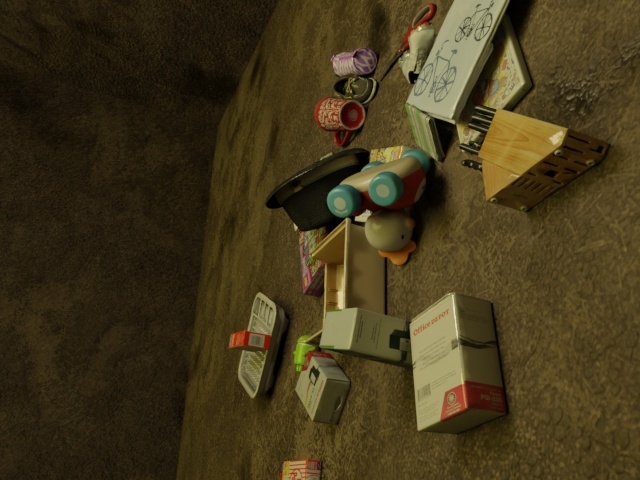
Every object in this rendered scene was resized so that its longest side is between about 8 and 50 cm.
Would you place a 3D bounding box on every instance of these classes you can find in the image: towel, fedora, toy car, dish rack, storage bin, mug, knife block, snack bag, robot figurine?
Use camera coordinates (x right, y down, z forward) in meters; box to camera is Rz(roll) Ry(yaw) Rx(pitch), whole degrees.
[{"bbox_3d":[0.244,-0.258,1.503,0.152,0.023,0.113,-116,5,-61],"label":"towel"},{"bbox_3d":[0.016,-0.126,1.830,0.152,0.334,0.334,64,151,5],"label":"fedora"},{"bbox_3d":[0.168,-0.059,1.490,0.210,0.237,0.219,-14,15,34],"label":"toy car"},{"bbox_3d":[-0.199,0.366,2.262,0.285,0.072,0.332,-161,85,-68],"label":"dish rack"},{"bbox_3d":[0.060,0.122,1.673,0.260,0.123,0.262,137,141,-55],"label":"storage bin"},{"bbox_3d":[0.075,-0.381,2.016,0.113,0.150,0.169,-42,23,-10],"label":"mug"},{"bbox_3d":[0.359,-0.189,1.145,0.275,0.088,0.242,135,143,-55],"label":"knife block"},{"bbox_3d":[0.314,-0.436,1.432,0.323,0.037,0.342,-120,53,-71],"label":"snack bag"},{"bbox_3d":[-0.040,0.329,1.880,0.101,0.067,0.115,154,127,-71],"label":"robot figurine"}]

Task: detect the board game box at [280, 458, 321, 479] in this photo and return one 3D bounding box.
[{"bbox_3d":[-0.058,0.674,1.744,0.193,0.045,0.146,140,138,-57],"label":"board game box"}]

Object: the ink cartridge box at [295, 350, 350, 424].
[{"bbox_3d":[0.004,0.391,1.721,0.175,0.072,0.127,-139,65,-67],"label":"ink cartridge box"}]

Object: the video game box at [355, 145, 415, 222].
[{"bbox_3d":[0.165,-0.139,1.674,0.187,0.048,0.205,11,88,67],"label":"video game box"}]

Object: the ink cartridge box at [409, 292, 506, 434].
[{"bbox_3d":[0.245,0.227,1.178,0.158,0.092,0.217,132,144,-51],"label":"ink cartridge box"}]

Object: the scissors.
[{"bbox_3d":[0.234,-0.549,1.795,0.297,0.021,0.108,151,127,-64],"label":"scissors"}]

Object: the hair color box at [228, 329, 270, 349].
[{"bbox_3d":[-0.239,0.339,2.155,0.167,0.093,0.053,152,128,-62],"label":"hair color box"}]

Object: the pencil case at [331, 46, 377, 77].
[{"bbox_3d":[0.105,-0.565,2.034,0.086,0.088,0.206,-57,22,-3],"label":"pencil case"}]

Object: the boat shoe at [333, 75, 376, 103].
[{"bbox_3d":[0.104,-0.473,2.004,0.228,0.069,0.081,-153,78,-69],"label":"boat shoe"}]

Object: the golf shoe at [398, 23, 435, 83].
[{"bbox_3d":[0.253,-0.467,1.622,0.176,0.069,0.086,109,153,-67],"label":"golf shoe"}]

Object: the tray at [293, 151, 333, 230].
[{"bbox_3d":[-0.031,-0.168,2.119,0.270,0.030,0.145,-62,6,13],"label":"tray"}]

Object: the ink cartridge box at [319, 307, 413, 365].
[{"bbox_3d":[0.126,0.206,1.334,0.153,0.209,0.086,-19,57,65],"label":"ink cartridge box"}]

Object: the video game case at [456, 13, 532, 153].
[{"bbox_3d":[0.347,-0.330,1.352,0.206,0.026,0.226,127,149,-47],"label":"video game case"}]

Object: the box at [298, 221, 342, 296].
[{"bbox_3d":[0.000,0.000,1.994,0.293,0.057,0.201,-96,28,-42],"label":"box"}]
